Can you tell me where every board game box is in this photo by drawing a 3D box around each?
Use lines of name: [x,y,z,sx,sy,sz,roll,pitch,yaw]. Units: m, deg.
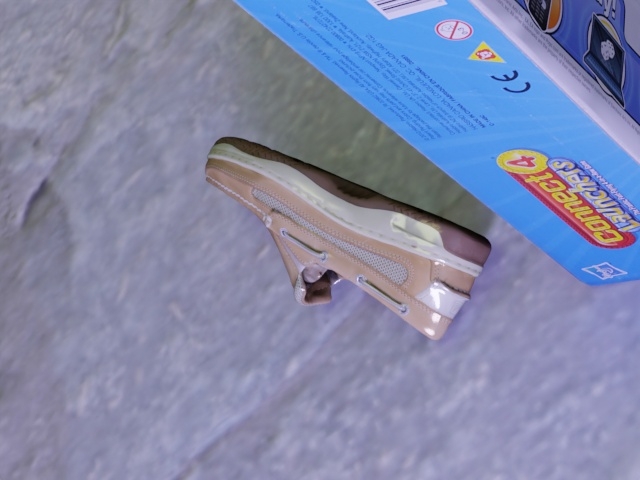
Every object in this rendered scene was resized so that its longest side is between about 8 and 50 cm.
board game box: [0.097,-0.177,0.781,0.086,0.308,0.302,-11,60,34]

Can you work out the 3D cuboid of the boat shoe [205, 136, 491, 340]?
boat shoe: [0.000,0.000,0.925,0.190,0.068,0.072,25,94,42]
